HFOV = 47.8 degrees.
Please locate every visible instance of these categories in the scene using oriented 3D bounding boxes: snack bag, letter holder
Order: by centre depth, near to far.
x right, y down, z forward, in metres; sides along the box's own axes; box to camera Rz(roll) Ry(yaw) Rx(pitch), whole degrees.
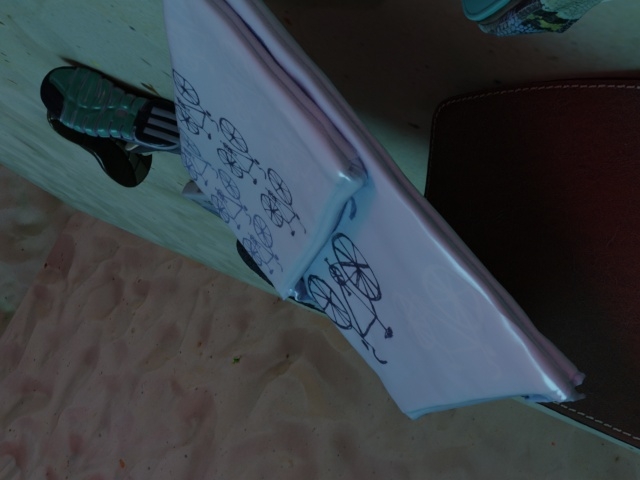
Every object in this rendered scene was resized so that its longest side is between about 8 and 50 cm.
[{"bbox_3d":[0.220,0.004,0.485,0.152,0.215,0.301,-4,-168,-33],"label":"letter holder"},{"bbox_3d":[0.000,0.000,0.535,0.342,0.037,0.323,50,162,6],"label":"snack bag"}]

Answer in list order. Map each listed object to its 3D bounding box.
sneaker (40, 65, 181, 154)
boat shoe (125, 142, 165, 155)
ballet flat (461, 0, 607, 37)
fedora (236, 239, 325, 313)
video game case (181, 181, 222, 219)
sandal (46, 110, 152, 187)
[{"bbox_3d":[-0.273,-0.165,0.989,0.223,0.083,0.098,24,174,12],"label":"sneaker"},{"bbox_3d":[-0.260,-0.152,1.108,0.043,0.049,0.137,30,164,-30],"label":"boat shoe"},{"bbox_3d":[0.124,-0.129,0.279,0.070,0.070,0.188,29,171,-14],"label":"ballet flat"},{"bbox_3d":[0.013,0.012,0.944,0.334,0.153,0.334,26,170,5],"label":"fedora"},{"bbox_3d":[-0.067,-0.012,1.335,0.329,0.036,0.300,32,168,-28],"label":"video game case"},{"bbox_3d":[-0.359,-0.167,1.180,0.060,0.090,0.219,39,-178,41],"label":"sandal"}]
